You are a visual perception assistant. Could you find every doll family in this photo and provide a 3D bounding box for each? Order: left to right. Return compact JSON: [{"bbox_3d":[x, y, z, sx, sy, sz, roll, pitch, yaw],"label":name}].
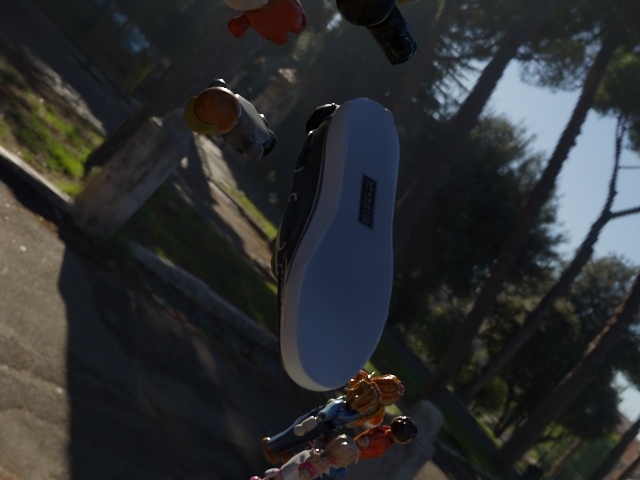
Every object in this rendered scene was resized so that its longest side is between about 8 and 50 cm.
[{"bbox_3d":[0.021,0.222,0.966,0.263,0.163,0.118,8,52,-61],"label":"doll family"}]

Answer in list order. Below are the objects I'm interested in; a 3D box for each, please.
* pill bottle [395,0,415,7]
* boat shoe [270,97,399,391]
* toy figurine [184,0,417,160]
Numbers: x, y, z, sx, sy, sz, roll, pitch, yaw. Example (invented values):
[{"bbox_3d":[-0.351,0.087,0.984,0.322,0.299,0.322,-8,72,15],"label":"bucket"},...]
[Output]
[{"bbox_3d":[0.069,-0.275,0.869,0.083,0.043,0.043,-11,-35,34],"label":"pill bottle"},{"bbox_3d":[0.000,0.000,0.557,0.080,0.229,0.076,29,-34,-34],"label":"boat shoe"},{"bbox_3d":[-0.018,-0.177,0.809,0.212,0.210,0.148,16,-2,20],"label":"toy figurine"}]
